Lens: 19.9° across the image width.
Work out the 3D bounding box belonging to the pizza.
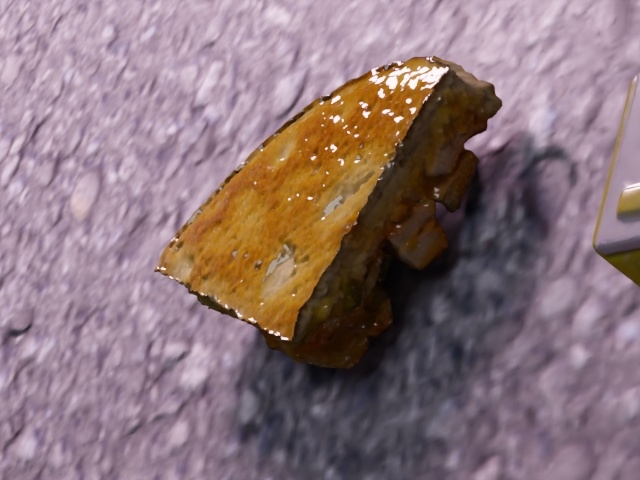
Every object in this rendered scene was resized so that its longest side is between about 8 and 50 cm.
[{"bbox_3d":[0.000,0.000,0.747,0.175,0.046,0.134,-26,41,39],"label":"pizza"}]

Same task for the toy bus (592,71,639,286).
[{"bbox_3d":[0.183,-0.029,0.503,0.226,0.074,0.081,-12,51,49],"label":"toy bus"}]
